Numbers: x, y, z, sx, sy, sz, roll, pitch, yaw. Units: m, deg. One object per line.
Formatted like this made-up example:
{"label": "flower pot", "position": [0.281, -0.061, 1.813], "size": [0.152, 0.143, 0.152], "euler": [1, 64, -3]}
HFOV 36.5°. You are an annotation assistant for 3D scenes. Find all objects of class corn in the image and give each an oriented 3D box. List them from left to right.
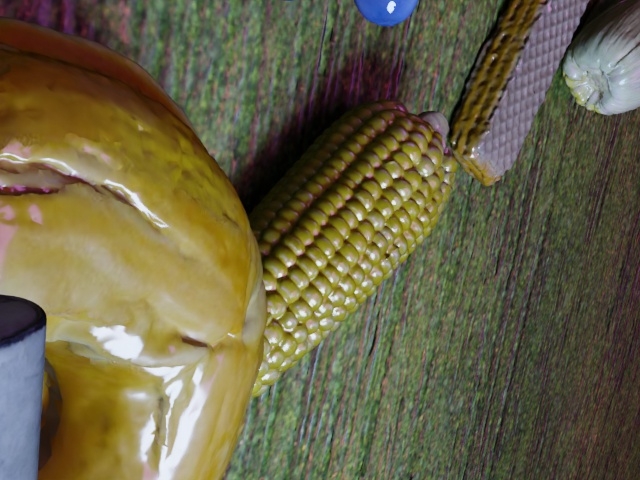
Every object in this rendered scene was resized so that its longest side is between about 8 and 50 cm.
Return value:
{"label": "corn", "position": [0.000, 0.000, 0.816], "size": [0.347, 0.130, 0.130], "euler": [-46, 136, -29]}
{"label": "corn", "position": [0.420, -0.272, 1.234], "size": [0.305, 0.123, 0.122], "euler": [-46, 134, -31]}

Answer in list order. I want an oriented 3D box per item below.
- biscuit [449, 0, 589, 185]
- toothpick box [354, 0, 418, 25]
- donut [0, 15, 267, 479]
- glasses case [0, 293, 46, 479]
{"label": "biscuit", "position": [0.243, -0.242, 1.079], "size": [0.094, 0.054, 0.379], "euler": [39, 73, -52]}
{"label": "toothpick box", "position": [0.035, -0.324, 0.619], "size": [0.263, 0.263, 0.355], "euler": [10, 98, -53]}
{"label": "donut", "position": [-0.211, 0.085, 0.531], "size": [0.449, 0.198, 0.449], "euler": [-27, 128, -41]}
{"label": "glasses case", "position": [-0.174, 0.172, 0.403], "size": [0.114, 0.060, 0.299], "euler": [-13, 117, -50]}
